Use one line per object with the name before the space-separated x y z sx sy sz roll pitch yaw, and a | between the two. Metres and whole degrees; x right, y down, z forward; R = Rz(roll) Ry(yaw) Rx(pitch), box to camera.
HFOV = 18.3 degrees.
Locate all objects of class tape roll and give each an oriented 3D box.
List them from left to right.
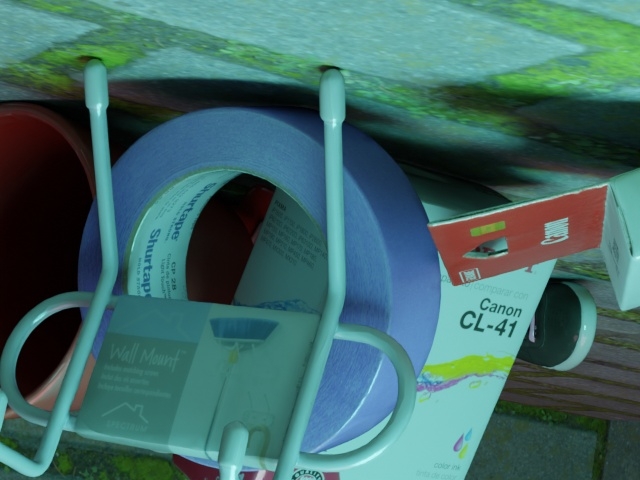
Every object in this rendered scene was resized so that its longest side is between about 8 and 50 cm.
tape roll | -0.049 0.034 1.520 0.275 0.274 0.090 5 -173 29

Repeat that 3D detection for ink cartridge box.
ink cartridge box | 0.040 0.092 1.678 0.226 0.306 0.131 13 -164 -35
ink cartridge box | 0.221 0.004 1.457 0.261 0.066 0.296 -17 169 4

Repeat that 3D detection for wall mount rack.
wall mount rack | -0.096 0.034 1.430 0.350 0.304 0.130 5 157 27

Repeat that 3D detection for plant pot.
plant pot | -0.205 0.033 1.783 0.275 0.275 0.243 3 173 39

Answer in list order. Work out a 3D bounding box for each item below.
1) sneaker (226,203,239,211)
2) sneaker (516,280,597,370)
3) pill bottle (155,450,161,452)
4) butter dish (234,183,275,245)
sneaker | -0.111 -0.007 2.068 0.136 0.116 0.314 -9 170 29
sneaker | 0.205 0.092 2.325 0.147 0.104 0.296 6 178 -21
pill bottle | -0.041 0.117 2.021 0.323 0.181 0.181 -1 179 -33
butter dish | 0.000 0.000 1.886 0.160 0.118 0.160 36 145 2
